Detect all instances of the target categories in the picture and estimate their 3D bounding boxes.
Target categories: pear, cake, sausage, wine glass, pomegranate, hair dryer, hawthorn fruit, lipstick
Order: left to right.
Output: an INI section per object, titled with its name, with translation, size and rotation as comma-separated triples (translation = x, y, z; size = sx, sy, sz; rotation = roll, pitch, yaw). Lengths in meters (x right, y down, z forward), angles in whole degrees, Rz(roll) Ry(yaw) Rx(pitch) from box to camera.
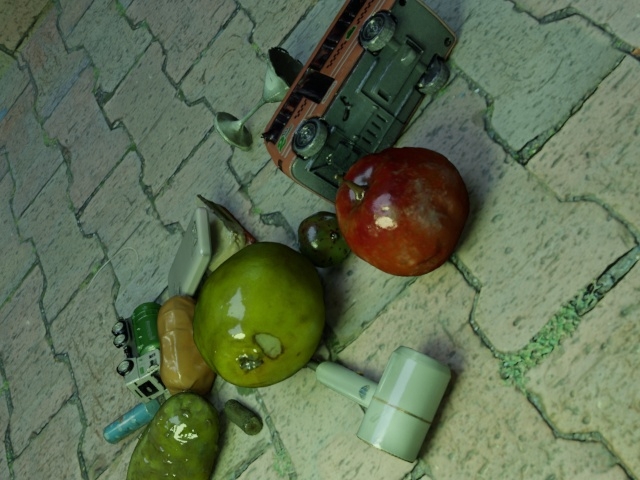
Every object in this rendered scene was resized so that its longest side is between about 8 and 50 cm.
[lipstick]
translation = -0.433, 0.414, 1.927
size = 0.158, 0.048, 0.048
rotation = -35, 48, 27
[sausage]
translation = -0.291, 0.235, 1.826
size = 0.120, 0.136, 0.241
rotation = -28, 56, 23
[cake]
translation = -0.213, -0.034, 1.921
size = 0.117, 0.086, 0.220
rotation = -32, 49, 29
[pear]
translation = -0.111, 0.142, 1.589
size = 0.269, 0.269, 0.321
rotation = -32, 24, 29
[wine glass]
translation = -0.137, -0.322, 1.969
size = 0.232, 0.156, 0.156
rotation = -39, 46, 30
[pomegranate]
translation = 0.000, 0.000, 1.686
size = 0.142, 0.114, 0.114
rotation = -24, 50, 63
[hair dryer]
translation = 0.069, 0.249, 1.497
size = 0.357, 0.107, 0.173
rotation = 15, 78, 54
[hawthorn fruit]
translation = 0.119, -0.063, 1.474
size = 0.242, 0.272, 0.242
rotation = -18, 65, 44

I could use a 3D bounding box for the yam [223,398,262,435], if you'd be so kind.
[yam]
translation = -0.157, 0.356, 1.691
size = 0.094, 0.043, 0.043
rotation = 21, 85, 50

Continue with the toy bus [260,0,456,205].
[toy bus]
translation = 0.065, -0.299, 1.709
size = 0.427, 0.203, 0.233
rotation = -57, 37, 4

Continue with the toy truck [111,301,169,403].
[toy truck]
translation = -0.397, 0.250, 1.930
size = 0.125, 0.101, 0.242
rotation = -27, 41, 2

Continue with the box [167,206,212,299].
[box]
translation = -0.301, 0.058, 1.910
size = 0.285, 0.044, 0.142
rotation = 122, 145, -47

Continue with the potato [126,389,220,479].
[potato]
translation = -0.300, 0.444, 1.714
size = 0.176, 0.141, 0.298
rotation = 45, 115, 45
